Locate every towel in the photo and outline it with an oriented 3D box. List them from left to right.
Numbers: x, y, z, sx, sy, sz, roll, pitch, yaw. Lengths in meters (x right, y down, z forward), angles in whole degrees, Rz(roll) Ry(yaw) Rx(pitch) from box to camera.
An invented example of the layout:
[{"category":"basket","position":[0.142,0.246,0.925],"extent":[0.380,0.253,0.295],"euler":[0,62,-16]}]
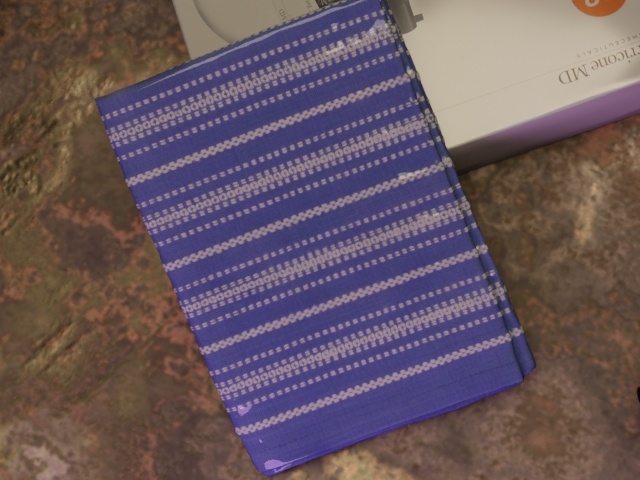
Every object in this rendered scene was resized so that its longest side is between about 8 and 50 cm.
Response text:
[{"category":"towel","position":[0.000,0.000,1.184],"extent":[0.243,0.040,0.336],"euler":[-21,100,7]}]

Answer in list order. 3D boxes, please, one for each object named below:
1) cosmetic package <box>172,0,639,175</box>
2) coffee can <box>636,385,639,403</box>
[{"category":"cosmetic package","position":[0.077,-0.194,1.255],"extent":[0.377,0.097,0.284],"euler":[-20,77,5]},{"category":"coffee can","position":[0.393,0.125,1.067],"extent":[0.275,0.201,0.201],"euler":[-29,74,2]}]
